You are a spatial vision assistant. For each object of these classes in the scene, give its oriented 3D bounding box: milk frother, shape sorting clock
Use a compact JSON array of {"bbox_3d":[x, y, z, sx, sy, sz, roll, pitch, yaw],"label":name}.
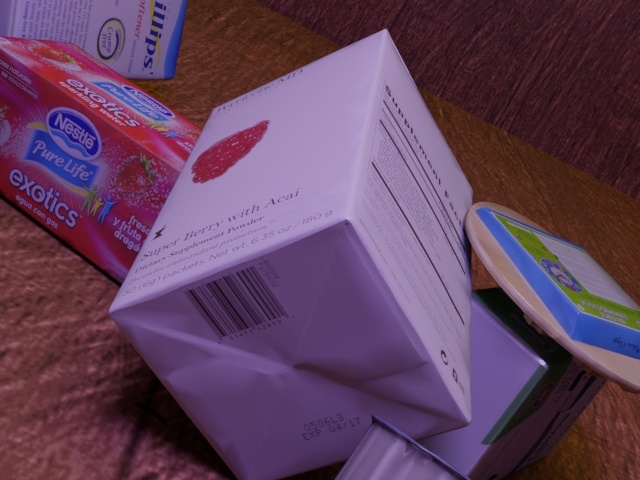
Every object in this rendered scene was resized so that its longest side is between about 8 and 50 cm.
[{"bbox_3d":[0.002,0.163,0.542,0.143,0.134,0.129,34,-10,7],"label":"milk frother"},{"bbox_3d":[0.195,0.044,0.743,0.206,0.040,0.206,31,21,-13],"label":"shape sorting clock"}]

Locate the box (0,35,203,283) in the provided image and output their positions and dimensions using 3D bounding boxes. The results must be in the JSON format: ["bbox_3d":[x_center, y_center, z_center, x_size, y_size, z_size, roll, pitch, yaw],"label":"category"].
[{"bbox_3d":[-0.201,-0.076,0.861,0.257,0.122,0.128,34,20,15],"label":"box"}]

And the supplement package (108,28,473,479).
[{"bbox_3d":[0.000,0.000,0.697,0.175,0.178,0.293,58,23,-25],"label":"supplement package"}]

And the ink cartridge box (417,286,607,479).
[{"bbox_3d":[0.164,0.123,0.806,0.092,0.160,0.219,43,26,28],"label":"ink cartridge box"}]

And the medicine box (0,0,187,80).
[{"bbox_3d":[-0.336,-0.282,1.049,0.264,0.149,0.289,19,16,22],"label":"medicine box"}]
